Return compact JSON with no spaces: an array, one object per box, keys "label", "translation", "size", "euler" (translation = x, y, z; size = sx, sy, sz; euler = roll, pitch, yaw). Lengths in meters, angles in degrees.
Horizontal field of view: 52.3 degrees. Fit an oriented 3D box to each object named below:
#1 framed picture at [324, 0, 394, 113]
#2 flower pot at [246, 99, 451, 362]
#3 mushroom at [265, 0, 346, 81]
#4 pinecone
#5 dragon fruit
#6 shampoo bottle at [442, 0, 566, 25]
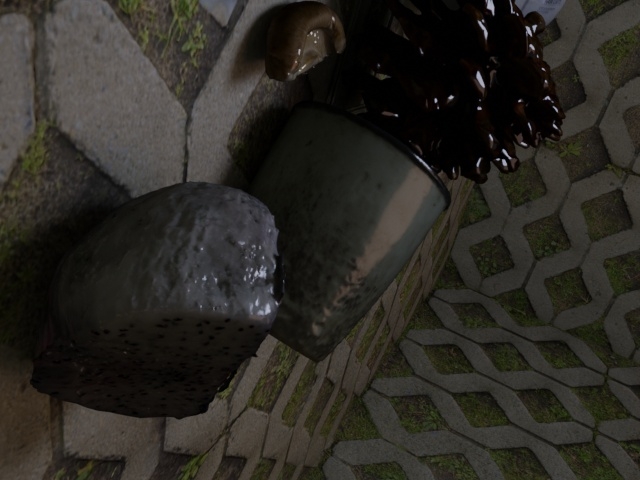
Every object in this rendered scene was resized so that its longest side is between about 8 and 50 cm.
[{"label":"framed picture","translation":[0.081,-0.357,1.220],"size":[0.217,0.017,0.275],"euler":[-36,146,-57]},{"label":"flower pot","translation":[0.000,0.000,1.021],"size":[0.330,0.293,0.293],"euler":[-59,162,-6]},{"label":"mushroom","translation":[-0.024,-0.285,0.913],"size":[0.210,0.072,0.094],"euler":[-49,158,-52]},{"label":"pinecone","translation":[0.218,-0.273,1.100],"size":[0.398,0.397,0.398],"euler":[-55,160,-31]},{"label":"dragon fruit","translation":[-0.181,0.048,0.703],"size":[0.283,0.203,0.221],"euler":[-48,-146,48]},{"label":"shampoo bottle","translation":[0.357,-0.541,1.323],"size":[0.266,0.273,0.273],"euler":[-20,134,-43]}]
